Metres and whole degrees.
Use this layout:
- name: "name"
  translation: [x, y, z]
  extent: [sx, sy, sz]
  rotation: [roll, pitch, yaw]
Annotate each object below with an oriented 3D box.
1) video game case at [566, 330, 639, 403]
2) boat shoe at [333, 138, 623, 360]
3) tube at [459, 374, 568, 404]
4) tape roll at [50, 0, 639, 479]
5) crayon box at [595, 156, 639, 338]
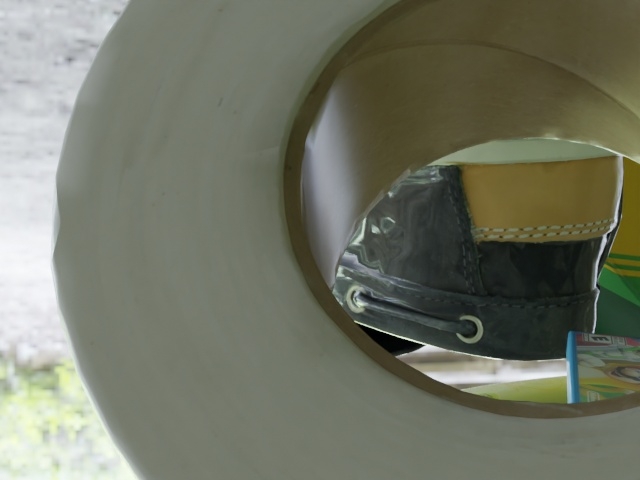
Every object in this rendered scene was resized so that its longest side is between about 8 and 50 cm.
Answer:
- name: "video game case"
  translation: [0.195, 0.071, 0.674]
  extent: [0.166, 0.015, 0.119]
  rotation: [6, -167, 7]
- name: "boat shoe"
  translation: [0.000, 0.000, 0.960]
  extent: [0.186, 0.156, 0.500]
  rotation: [-7, -176, -32]
- name: "tube"
  translation: [0.177, 0.135, 1.208]
  extent: [0.240, 0.062, 0.070]
  rotation: [0, 138, -23]
- name: "tape roll"
  translation: [0.068, 0.003, 0.460]
  extent: [0.286, 0.286, 0.100]
  rotation: [-3, 151, 5]
- name: "crayon box"
  translation: [0.241, -0.117, 1.158]
  extent: [0.106, 0.363, 0.313]
  rotation: [-2, 147, 39]
